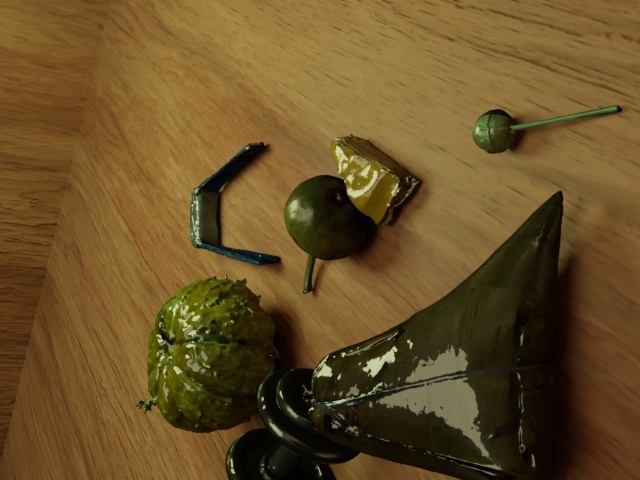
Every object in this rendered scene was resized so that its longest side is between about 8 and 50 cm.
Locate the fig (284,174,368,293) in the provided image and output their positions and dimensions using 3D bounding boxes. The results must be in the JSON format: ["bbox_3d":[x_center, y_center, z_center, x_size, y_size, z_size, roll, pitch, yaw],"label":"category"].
[{"bbox_3d":[0.000,0.000,1.282,0.245,0.149,0.149,108,149,-50],"label":"fig"}]

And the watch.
[{"bbox_3d":[-0.190,-0.036,1.595,0.275,0.068,0.276,-28,61,45],"label":"watch"}]

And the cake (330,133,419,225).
[{"bbox_3d":[0.083,-0.123,1.192,0.116,0.080,0.184,-45,45,46],"label":"cake"}]

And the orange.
[{"bbox_3d":[-0.207,0.217,1.429,0.300,0.223,0.301,-19,65,41],"label":"orange"}]

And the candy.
[{"bbox_3d":[0.282,-0.151,0.940,0.203,0.061,0.061,-5,80,47],"label":"candy"}]

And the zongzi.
[{"bbox_3d":[0.147,0.109,0.942,0.323,0.160,0.360,5,85,32],"label":"zongzi"}]

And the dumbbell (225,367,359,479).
[{"bbox_3d":[-0.039,0.327,1.188,0.192,0.192,0.289,54,127,45],"label":"dumbbell"}]
